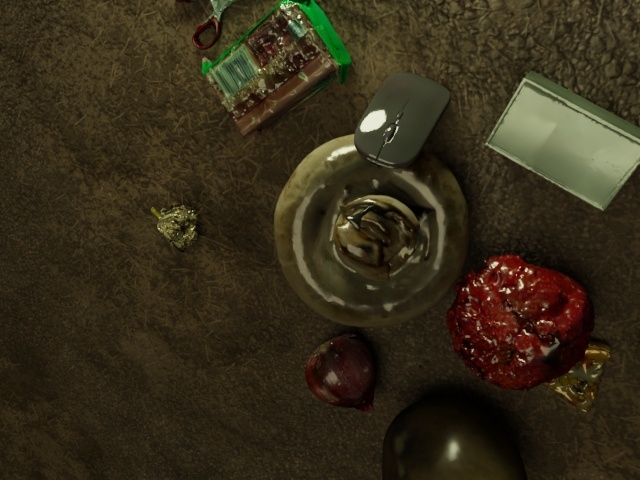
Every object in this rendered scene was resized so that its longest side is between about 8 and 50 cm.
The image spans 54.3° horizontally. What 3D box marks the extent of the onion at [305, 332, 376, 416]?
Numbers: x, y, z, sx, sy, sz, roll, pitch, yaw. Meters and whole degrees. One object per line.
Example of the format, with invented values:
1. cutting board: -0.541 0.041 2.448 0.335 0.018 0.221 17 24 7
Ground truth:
1. onion: 0.059 0.311 1.396 0.159 0.159 0.194 -30 100 33

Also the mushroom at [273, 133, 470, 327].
1. mushroom: 0.092 -0.012 1.124 0.363 0.294 0.362 0 96 0

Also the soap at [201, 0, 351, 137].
1. soap: -0.095 -0.337 1.214 0.273 0.098 0.217 -30 97 33

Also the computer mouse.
1. computer mouse: 0.144 -0.217 1.076 0.120 0.232 0.057 26 147 13

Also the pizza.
1. pizza: 0.487 0.276 1.238 0.185 0.036 0.176 -8 108 29

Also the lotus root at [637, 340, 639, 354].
1. lotus root: 0.682 0.239 1.079 0.235 0.138 0.119 33 133 3

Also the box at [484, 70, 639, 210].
1. box: 0.412 -0.169 1.046 0.225 0.086 0.129 32 123 10

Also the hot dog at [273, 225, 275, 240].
1. hot dog: 0.000 0.000 1.334 0.243 0.073 0.084 6 109 24

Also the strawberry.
1. strawberry: 0.358 0.162 1.118 0.274 0.220 0.274 5 126 6

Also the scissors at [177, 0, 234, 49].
1. scissors: -0.181 -0.488 1.238 0.248 0.017 0.144 -16 105 30

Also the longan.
1. longan: 0.268 0.486 1.285 0.319 0.319 0.318 10 116 22

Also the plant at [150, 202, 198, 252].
1. plant: -0.355 -0.034 1.478 0.122 0.104 0.116 19 130 25
